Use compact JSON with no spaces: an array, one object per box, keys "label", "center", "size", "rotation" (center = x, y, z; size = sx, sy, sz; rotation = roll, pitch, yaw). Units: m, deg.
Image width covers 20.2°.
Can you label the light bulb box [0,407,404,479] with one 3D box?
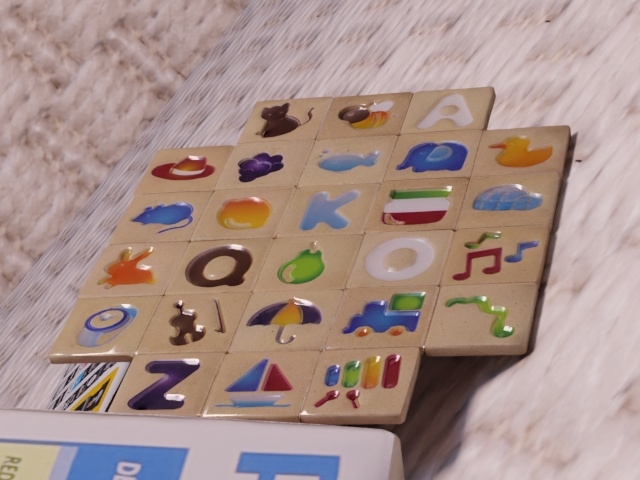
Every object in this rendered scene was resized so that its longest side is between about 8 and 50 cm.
[{"label":"light bulb box","center":[-0.169,0.239,0.462],"size":[0.358,0.361,0.225],"rotation":[-78,-14,-45]}]

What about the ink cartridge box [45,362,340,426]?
[{"label":"ink cartridge box","center":[-0.121,0.166,1.144],"size":[0.272,0.130,0.309],"rotation":[-42,17,33]}]

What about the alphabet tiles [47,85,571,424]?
[{"label":"alphabet tiles","center":[0.000,0.000,1.099],"size":[0.285,0.011,0.342],"rotation":[-3,34,17]}]
